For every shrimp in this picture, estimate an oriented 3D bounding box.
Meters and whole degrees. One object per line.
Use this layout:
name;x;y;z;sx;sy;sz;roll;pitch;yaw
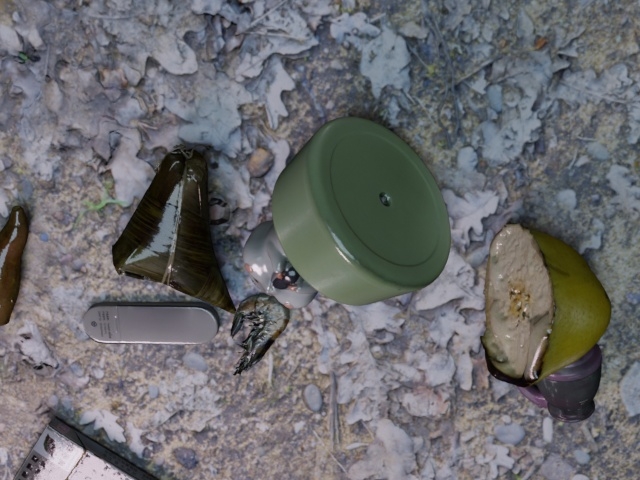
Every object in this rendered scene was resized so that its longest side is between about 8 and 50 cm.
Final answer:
shrimp;-0.119;0.162;1.853;0.091;0.034;0.161;34;103;7

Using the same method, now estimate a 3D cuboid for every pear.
pear;0.376;0.102;1.687;0.178;0.267;0.266;1;110;-13

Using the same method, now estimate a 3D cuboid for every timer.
timer;0.000;0.000;1.686;0.290;0.290;0.315;49;131;-10

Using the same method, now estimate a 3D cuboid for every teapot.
teapot;0.401;0.238;1.775;0.148;0.116;0.146;-11;119;5

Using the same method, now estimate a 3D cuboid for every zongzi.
zongzi;-0.195;-0.020;1.771;0.241;0.111;0.247;25;105;-21

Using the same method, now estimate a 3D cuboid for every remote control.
remote control;-0.300;0.146;1.870;0.245;0.022;0.077;0;106;7

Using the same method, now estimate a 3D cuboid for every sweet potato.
sweet potato;-0.552;0.051;1.844;0.077;0.077;0.243;18;100;0

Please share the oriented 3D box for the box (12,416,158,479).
box;-0.409;0.487;1.985;0.325;0.047;0.180;33;109;-6
